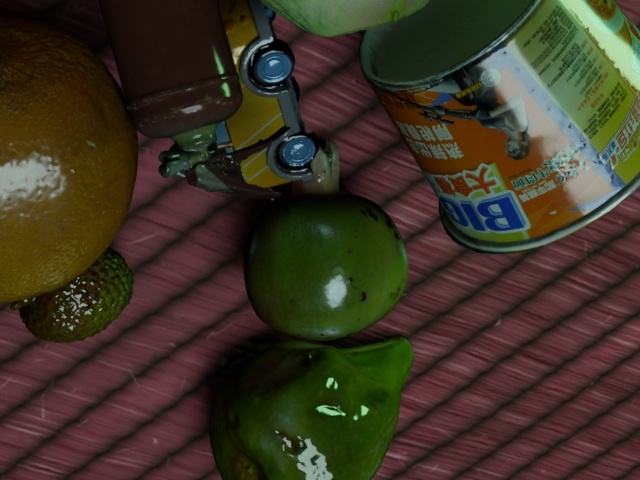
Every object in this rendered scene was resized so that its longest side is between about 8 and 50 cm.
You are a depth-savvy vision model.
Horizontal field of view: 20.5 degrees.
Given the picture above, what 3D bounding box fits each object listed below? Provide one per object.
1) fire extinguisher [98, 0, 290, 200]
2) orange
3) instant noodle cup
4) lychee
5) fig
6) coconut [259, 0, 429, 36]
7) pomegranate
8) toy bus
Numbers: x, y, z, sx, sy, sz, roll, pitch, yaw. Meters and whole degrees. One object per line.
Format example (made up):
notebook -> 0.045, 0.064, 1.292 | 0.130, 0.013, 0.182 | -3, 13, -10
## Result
fire extinguisher -> -0.119, -0.188, 1.585 | 0.147, 0.106, 0.337 | -18, 95, -29
orange -> -0.293, -0.068, 1.610 | 0.264, 0.264, 0.264 | -12, 128, -16
instant noodle cup -> 0.184, -0.160, 1.746 | 0.296, 0.296, 0.214 | -39, 122, 6
lychee -> -0.257, 0.047, 1.796 | 0.146, 0.114, 0.114 | -11, 130, -42
fig -> 0.016, 0.194, 1.999 | 0.275, 0.206, 0.206 | -27, 134, -34
coconut -> 0.017, -0.308, 1.603 | 0.236, 0.204, 0.235 | 1, 107, 4
pomegranate -> 0.000, 0.000, 1.852 | 0.180, 0.180, 0.209 | -5, 96, -21
toy bus -> -0.087, -0.146, 1.725 | 0.136, 0.126, 0.209 | -16, 129, -1
